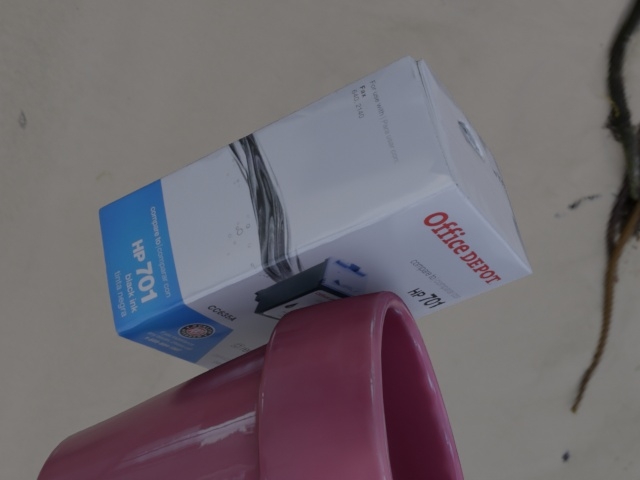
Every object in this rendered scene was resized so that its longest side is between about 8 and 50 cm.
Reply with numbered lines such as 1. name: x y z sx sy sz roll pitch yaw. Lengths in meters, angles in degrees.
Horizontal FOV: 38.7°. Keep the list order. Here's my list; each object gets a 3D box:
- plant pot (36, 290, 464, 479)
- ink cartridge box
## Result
1. plant pot: -0.029 0.140 0.440 0.180 0.201 0.201 -15 132 13
2. ink cartridge box: 0.000 0.000 0.496 0.191 0.082 0.140 -23 152 20
